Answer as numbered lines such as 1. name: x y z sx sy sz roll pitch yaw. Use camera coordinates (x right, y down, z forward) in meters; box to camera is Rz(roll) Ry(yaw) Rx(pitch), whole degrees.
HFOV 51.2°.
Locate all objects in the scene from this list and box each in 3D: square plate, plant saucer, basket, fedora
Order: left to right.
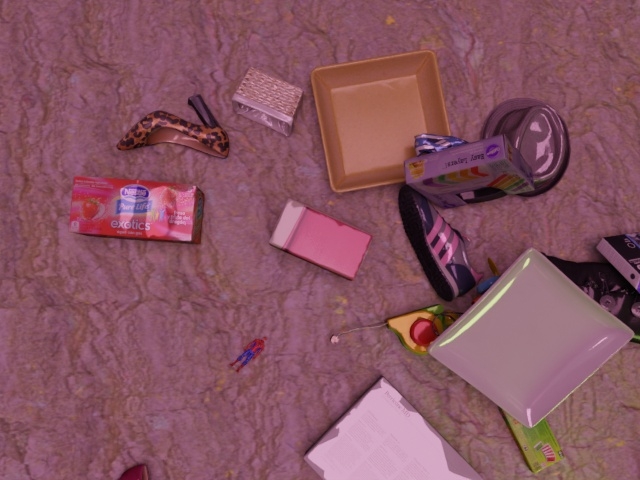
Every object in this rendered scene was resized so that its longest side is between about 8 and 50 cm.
1. basket: -0.131 -0.359 1.725 0.167 0.113 0.103 24 82 0
2. plant saucer: 0.161 -0.305 1.747 0.333 0.081 0.332 -10 86 -3
3. square plate: 0.486 0.231 1.563 0.347 0.049 0.344 38 106 -13
4. fedora: 0.548 -0.252 1.734 0.244 0.124 0.275 12 86 -2

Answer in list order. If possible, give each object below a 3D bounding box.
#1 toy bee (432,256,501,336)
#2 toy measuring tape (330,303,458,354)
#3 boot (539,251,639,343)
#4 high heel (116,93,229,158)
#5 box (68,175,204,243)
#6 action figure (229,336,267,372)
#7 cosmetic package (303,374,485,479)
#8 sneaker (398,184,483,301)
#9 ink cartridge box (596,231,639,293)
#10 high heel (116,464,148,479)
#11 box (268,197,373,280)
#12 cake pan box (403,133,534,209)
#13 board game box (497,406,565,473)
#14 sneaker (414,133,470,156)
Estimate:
1. toy bee: 0.435 0.138 1.658 0.298 0.162 0.195 -9 80 23
2. toy measuring tape: 0.195 0.250 1.696 0.330 0.121 0.121 -16 87 -3
3. boot: 0.729 0.234 1.711 0.445 0.146 0.367 9 88 -6
4. high heel: -0.372 -0.245 1.713 0.261 0.093 0.186 -30 81 -13
5. box: -0.452 -0.072 1.674 0.300 0.154 0.142 4 86 0
6. action figure: -0.181 0.291 1.721 0.115 0.030 0.038 -44 84 -6
7. cosmetic package: 0.189 0.572 1.665 0.284 0.097 0.377 -44 82 -2
8. sneaker: 0.310 -0.009 1.732 0.131 0.112 0.319 -24 91 -20
9. ink cartridge box: 0.842 0.059 1.679 0.206 0.045 0.208 -7 44 -20
10. high heel: -0.429 0.684 1.660 0.117 0.082 0.244 -35 75 6
11. box: 0.000 0.000 1.686 0.232 0.148 0.126 24 87 0
12. cake pan box: 0.364 -0.157 1.617 0.246 0.267 0.070 -10 73 28
13. board game box: 0.543 0.494 1.725 0.092 0.043 0.181 -26 88 -4
14. sneaker: 0.305 -0.233 1.682 0.144 0.053 0.059 6 85 7
